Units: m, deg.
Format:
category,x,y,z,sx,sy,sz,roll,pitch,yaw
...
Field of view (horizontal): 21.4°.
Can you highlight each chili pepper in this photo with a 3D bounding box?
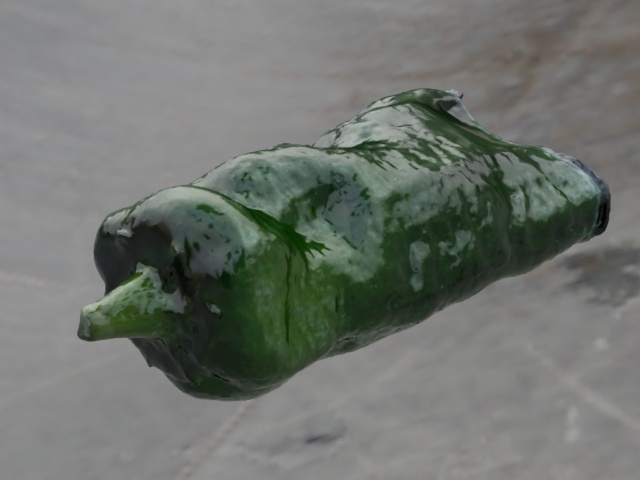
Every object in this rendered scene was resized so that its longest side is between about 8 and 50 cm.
category,x,y,z,sx,sy,sz,roll,pitch,yaw
chili pepper,0.000,0.000,0.784,0.270,0.099,0.136,-19,51,-44
